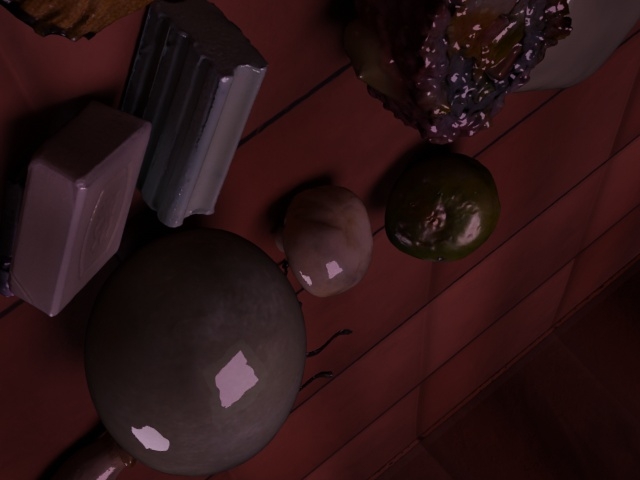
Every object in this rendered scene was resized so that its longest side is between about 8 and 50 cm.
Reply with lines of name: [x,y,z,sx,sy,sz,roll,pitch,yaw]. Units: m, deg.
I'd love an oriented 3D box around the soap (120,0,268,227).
soap: [-0.126,-0.117,1.065,0.063,0.114,0.198,-24,153,-39]

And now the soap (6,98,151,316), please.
soap: [-0.226,-0.032,1.066,0.121,0.064,0.183,-55,172,-47]

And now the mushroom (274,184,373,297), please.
mushroom: [0.000,0.000,1.506,0.154,0.123,0.154,2,88,-62]

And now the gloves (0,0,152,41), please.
gloves: [-0.083,-0.273,0.690,0.356,0.203,0.155,-41,169,16]

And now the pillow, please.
pillow: [0.315,-0.293,1.489,0.322,0.120,0.255,-12,144,-52]

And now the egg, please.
egg: [-0.143,0.132,1.318,0.258,0.258,0.352,-32,162,-24]

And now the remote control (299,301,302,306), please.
remote control: [-0.049,0.121,1.790,0.034,0.016,0.091,-15,149,-21]

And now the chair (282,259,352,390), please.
chair: [-0.093,0.145,1.597,0.213,0.149,0.174,-24,154,-30]

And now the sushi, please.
sushi: [0.129,-0.237,1.209,0.236,0.171,0.270,-39,156,-8]

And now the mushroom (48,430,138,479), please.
mushroom: [-0.329,0.342,1.628,0.212,0.088,0.097,-52,167,8]

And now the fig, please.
fig: [0.194,-0.045,1.702,0.167,0.167,0.233,-51,151,20]

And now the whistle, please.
whistle: [-0.290,-0.008,1.100,0.033,0.033,0.176,-26,153,-36]
